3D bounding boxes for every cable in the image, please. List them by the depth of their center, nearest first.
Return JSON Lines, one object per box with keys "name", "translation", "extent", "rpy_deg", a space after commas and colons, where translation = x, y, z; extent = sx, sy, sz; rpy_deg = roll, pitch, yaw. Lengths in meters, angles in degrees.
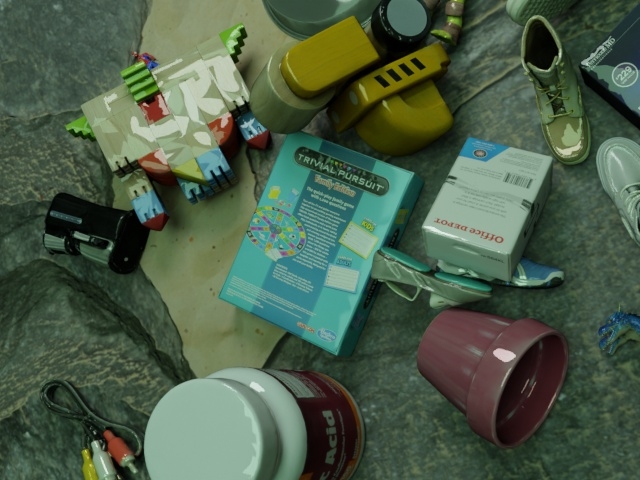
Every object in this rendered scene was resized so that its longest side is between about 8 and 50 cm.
{"name": "cable", "translation": [-0.436, 0.354, 1.773], "extent": [0.139, 0.072, 0.287], "rpy_deg": [-43, 69, 5]}

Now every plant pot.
{"name": "plant pot", "translation": [0.260, 0.196, 1.463], "extent": [0.180, 0.201, 0.201], "rpy_deg": [27, 92, 40]}

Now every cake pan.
{"name": "cake pan", "translation": [0.008, -0.518, 1.742], "extent": [0.293, 0.054, 0.293], "rpy_deg": [-3, 81, 21]}

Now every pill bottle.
{"name": "pill bottle", "translation": [-0.093, 0.312, 1.466], "extent": [0.224, 0.392, 0.224], "rpy_deg": [-3, 81, 22]}

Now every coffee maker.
{"name": "coffee maker", "translation": [-0.431, -0.033, 1.822], "extent": [0.178, 0.120, 0.171], "rpy_deg": [16, 60, 22]}

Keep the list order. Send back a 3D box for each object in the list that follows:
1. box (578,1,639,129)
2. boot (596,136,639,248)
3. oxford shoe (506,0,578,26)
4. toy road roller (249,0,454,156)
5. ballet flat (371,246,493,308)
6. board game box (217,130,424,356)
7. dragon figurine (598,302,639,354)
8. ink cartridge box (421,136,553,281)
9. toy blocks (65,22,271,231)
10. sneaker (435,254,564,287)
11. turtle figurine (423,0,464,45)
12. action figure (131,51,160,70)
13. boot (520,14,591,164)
{"name": "box", "translation": [0.566, -0.300, 1.458], "extent": [0.261, 0.103, 0.184], "rpy_deg": [-47, 66, 9]}
{"name": "boot", "translation": [0.502, -0.058, 1.431], "extent": [0.095, 0.123, 0.258], "rpy_deg": [-31, 72, 15]}
{"name": "oxford shoe", "translation": [0.447, -0.532, 1.509], "extent": [0.130, 0.169, 0.449], "rpy_deg": [42, 91, 19]}
{"name": "toy road roller", "translation": [0.072, -0.239, 1.552], "extent": [0.329, 0.202, 0.241], "rpy_deg": [-29, 88, -21]}
{"name": "ballet flat", "translation": [0.177, 0.073, 1.512], "extent": [0.213, 0.072, 0.068], "rpy_deg": [21, 104, 27]}
{"name": "board game box", "translation": [0.000, 0.000, 1.649], "extent": [0.253, 0.079, 0.336], "rpy_deg": [24, 91, 23]}
{"name": "dragon figurine", "translation": [0.561, 0.114, 1.401], "extent": [0.289, 0.085, 0.144], "rpy_deg": [-35, 71, 15]}
{"name": "ink cartridge box", "translation": [0.270, -0.053, 1.501], "extent": [0.148, 0.086, 0.203], "rpy_deg": [18, 61, 23]}
{"name": "toy blocks", "translation": [-0.249, -0.191, 1.723], "extent": [0.381, 0.191, 0.261], "rpy_deg": [-28, 78, -2]}
{"name": "sneaker", "translation": [0.294, 0.033, 1.524], "extent": [0.211, 0.080, 0.081], "rpy_deg": [11, 87, 23]}
{"name": "turtle figurine", "translation": [0.223, -0.466, 1.629], "extent": [0.269, 0.087, 0.217], "rpy_deg": [28, 100, 15]}
{"name": "action figure", "translation": [-0.337, -0.348, 1.869], "extent": [0.115, 0.030, 0.038], "rpy_deg": [36, 101, 25]}
{"name": "boot", "translation": [0.373, -0.237, 1.488], "extent": [0.077, 0.165, 0.213], "rpy_deg": [-12, 76, 21]}
